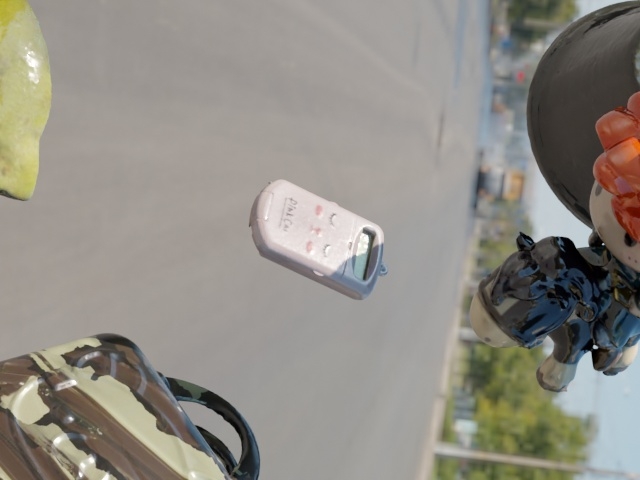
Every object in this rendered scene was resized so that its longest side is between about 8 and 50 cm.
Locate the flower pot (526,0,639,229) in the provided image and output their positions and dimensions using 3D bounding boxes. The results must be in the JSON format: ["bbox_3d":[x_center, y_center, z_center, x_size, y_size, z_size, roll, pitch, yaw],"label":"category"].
[{"bbox_3d":[0.487,-0.180,2.109,0.251,0.379,0.379,124,-26,-76],"label":"flower pot"}]

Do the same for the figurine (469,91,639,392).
[{"bbox_3d":[0.346,0.011,1.737,0.412,0.306,0.241,-41,-140,31],"label":"figurine"}]

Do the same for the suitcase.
[{"bbox_3d":[-0.225,0.274,1.689,0.339,0.351,0.194,-17,146,-38],"label":"suitcase"}]

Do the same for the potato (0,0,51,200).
[{"bbox_3d":[-0.244,-0.117,1.079,0.120,0.149,0.081,-56,154,15],"label":"potato"}]

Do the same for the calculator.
[{"bbox_3d":[0.000,0.000,1.732,0.032,0.175,0.100,-42,-152,51],"label":"calculator"}]
